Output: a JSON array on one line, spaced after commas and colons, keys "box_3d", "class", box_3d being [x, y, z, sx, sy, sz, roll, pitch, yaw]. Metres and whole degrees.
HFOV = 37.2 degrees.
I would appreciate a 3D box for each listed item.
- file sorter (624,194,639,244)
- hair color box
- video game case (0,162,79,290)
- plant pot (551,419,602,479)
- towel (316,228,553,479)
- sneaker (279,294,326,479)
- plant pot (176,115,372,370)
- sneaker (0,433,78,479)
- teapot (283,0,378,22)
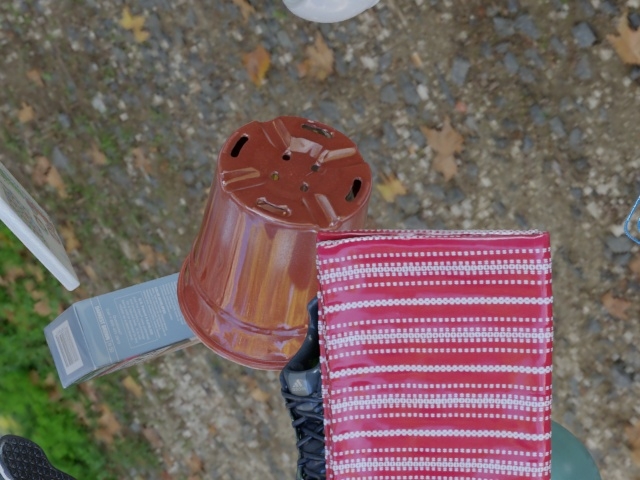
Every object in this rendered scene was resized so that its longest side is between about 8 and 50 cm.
[{"box_3d": [0.519, -0.037, 1.316, 0.104, 0.118, 0.170, 32, 172, -5], "class": "file sorter"}, {"box_3d": [-0.251, 0.126, 1.601, 0.185, 0.374, 0.114, -30, 79, 56], "class": "hair color box"}, {"box_3d": [-0.340, -0.031, 1.084, 0.143, 0.019, 0.157, 51, 173, 45], "class": "video game case"}, {"box_3d": [0.289, 0.433, 1.517, 0.293, 0.235, 0.293, -1, 88, 23], "class": "plant pot"}, {"box_3d": [0.096, 0.126, 0.807, 0.198, 0.031, 0.275, 0, 105, 12], "class": "towel"}, {"box_3d": [0.003, 0.187, 0.975, 0.111, 0.300, 0.121, -17, 139, 35], "class": "sneaker"}, {"box_3d": [-0.051, -0.008, 1.298, 0.272, 0.272, 0.265, 42, 144, 22], "class": "plant pot"}, {"box_3d": [-0.538, 0.438, 1.745, 0.097, 0.084, 0.235, -4, 136, 28], "class": "sneaker"}, {"box_3d": [0.053, -0.495, 1.672, 0.252, 0.187, 0.256, -59, 35, 41], "class": "teapot"}]
